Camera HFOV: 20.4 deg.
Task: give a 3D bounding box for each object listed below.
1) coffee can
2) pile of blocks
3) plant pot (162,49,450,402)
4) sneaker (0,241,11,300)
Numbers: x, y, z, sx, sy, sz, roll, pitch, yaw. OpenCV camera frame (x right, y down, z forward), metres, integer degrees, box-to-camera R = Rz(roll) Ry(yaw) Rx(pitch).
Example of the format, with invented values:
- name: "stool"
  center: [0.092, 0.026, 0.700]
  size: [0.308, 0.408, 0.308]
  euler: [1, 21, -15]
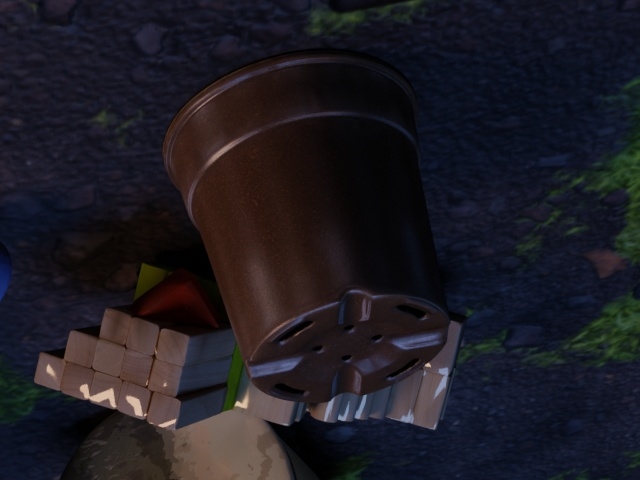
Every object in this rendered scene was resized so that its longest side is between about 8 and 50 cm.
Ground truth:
- name: "coffee can"
  center: [-0.069, 0.261, 1.438]
  size: [0.201, 0.201, 0.275]
  euler: [-21, 147, 10]
- name: "pile of blocks"
  center: [-0.032, 0.058, 1.252]
  size: [0.362, 0.149, 0.112]
  euler: [7, 100, -46]
- name: "plant pot"
  center: [0.000, 0.000, 1.091]
  size: [0.167, 0.165, 0.167]
  euler: [-11, 149, -7]
- name: "sneaker"
  center: [-0.310, 0.035, 1.092]
  size: [0.232, 0.081, 0.090]
  euler: [-18, 153, 4]
